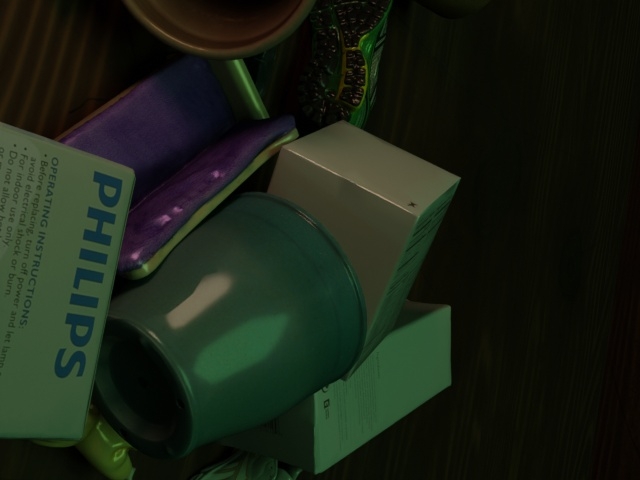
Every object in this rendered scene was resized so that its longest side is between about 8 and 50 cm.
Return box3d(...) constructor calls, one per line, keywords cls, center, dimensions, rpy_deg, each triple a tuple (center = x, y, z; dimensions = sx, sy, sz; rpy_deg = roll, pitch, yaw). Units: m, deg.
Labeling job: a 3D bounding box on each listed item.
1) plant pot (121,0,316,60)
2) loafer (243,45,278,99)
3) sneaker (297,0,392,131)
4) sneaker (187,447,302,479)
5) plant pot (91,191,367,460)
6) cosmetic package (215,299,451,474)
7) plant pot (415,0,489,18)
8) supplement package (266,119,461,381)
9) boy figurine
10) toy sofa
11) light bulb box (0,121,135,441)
box3d(cls="plant pot", center=(-0.104, -0.369, 1.024), dimensions=(0.229, 0.263, 0.263), rpy_deg=(-66, 147, -68))
box3d(cls="loafer", center=(-0.096, -0.277, 1.237), dimensions=(0.061, 0.062, 0.170), rpy_deg=(54, 52, -69))
box3d(cls="sneaker", center=(0.040, -0.309, 1.375), dimensions=(0.146, 0.134, 0.343), rpy_deg=(72, 31, -66))
box3d(cls="sneaker", center=(-0.108, 0.368, 1.216), dimensions=(0.262, 0.121, 0.099), rpy_deg=(-44, 126, -42))
box3d(cls="plant pot", center=(-0.126, 0.111, 0.963), dimensions=(0.255, 0.272, 0.271), rpy_deg=(-32, 118, -47))
box3d(cls="cosmetic package", center=(0.027, 0.204, 1.306), dimensions=(0.385, 0.217, 0.156), rpy_deg=(-14, 106, -50))
box3d(cls="plant pot", center=(0.171, -0.537, 1.451), dimensions=(0.254, 0.237, 0.237), rpy_deg=(5, 89, -37))
box3d(cls="supplement package", center=(0.032, 0.006, 1.137), dimensions=(0.198, 0.199, 0.262), rpy_deg=(-36, 150, -59))
box3d(cls="boy figurine", center=(-0.253, 0.219, 1.035), dimensions=(0.285, 0.092, 0.177), rpy_deg=(5, 86, -52))
box3d(cls="toy sofa", center=(-0.199, -0.107, 0.999), dimensions=(0.362, 0.177, 0.150), rpy_deg=(-48, 122, -39))
box3d(cls="light bulb box", center=(-0.400, 0.000, 0.601), dimensions=(0.361, 0.358, 0.225), rpy_deg=(19, 80, -53))
